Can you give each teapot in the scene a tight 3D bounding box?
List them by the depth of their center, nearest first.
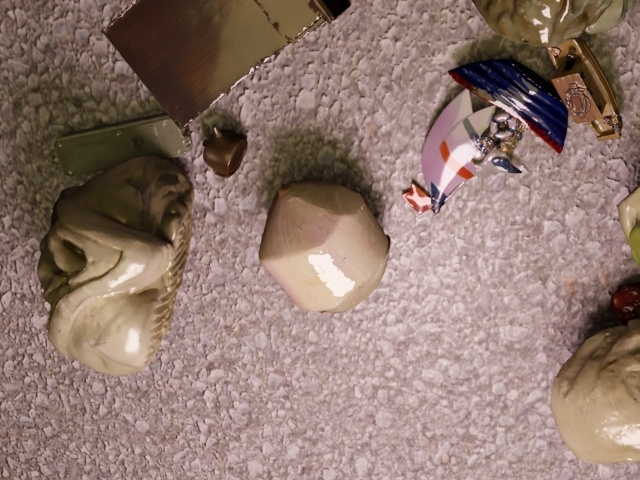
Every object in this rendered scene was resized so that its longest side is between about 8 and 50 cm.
[{"bbox_3d":[-0.177,-0.155,1.291,0.068,0.076,0.121,25,144,8],"label":"teapot"}]

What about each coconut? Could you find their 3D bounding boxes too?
[{"bbox_3d":[0.000,0.000,1.260,0.224,0.224,0.234,-40,104,21],"label":"coconut"}]

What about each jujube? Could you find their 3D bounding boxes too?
[{"bbox_3d":[0.580,0.104,1.292,0.129,0.077,0.077,-26,107,6],"label":"jujube"}]

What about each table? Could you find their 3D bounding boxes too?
[{"bbox_3d":[-0.131,-0.340,1.105,0.282,0.250,0.196,-34,105,19],"label":"table"}]

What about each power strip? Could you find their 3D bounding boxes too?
[{"bbox_3d":[-0.357,-0.174,1.317,0.272,0.052,0.078,-9,112,13],"label":"power strip"}]

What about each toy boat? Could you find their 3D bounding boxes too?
[{"bbox_3d":[0.418,-0.231,1.146,0.057,0.077,0.200,-8,135,45],"label":"toy boat"},{"bbox_3d":[0.253,-0.184,1.229,0.318,0.072,0.219,-25,111,27],"label":"toy boat"}]

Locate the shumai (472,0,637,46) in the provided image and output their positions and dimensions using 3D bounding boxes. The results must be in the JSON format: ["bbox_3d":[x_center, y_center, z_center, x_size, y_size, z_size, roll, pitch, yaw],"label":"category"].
[{"bbox_3d":[0.370,-0.438,1.000,0.288,0.292,0.330,-4,128,-25],"label":"shumai"}]

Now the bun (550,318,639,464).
[{"bbox_3d":[0.581,0.254,1.246,0.362,0.326,0.235,-18,67,19],"label":"bun"}]

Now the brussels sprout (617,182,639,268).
[{"bbox_3d":[0.641,0.000,1.128,0.354,0.281,0.289,37,112,3],"label":"brussels sprout"}]

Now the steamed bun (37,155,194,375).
[{"bbox_3d":[-0.360,0.038,1.244,0.247,0.339,0.352,15,117,-5],"label":"steamed bun"}]
